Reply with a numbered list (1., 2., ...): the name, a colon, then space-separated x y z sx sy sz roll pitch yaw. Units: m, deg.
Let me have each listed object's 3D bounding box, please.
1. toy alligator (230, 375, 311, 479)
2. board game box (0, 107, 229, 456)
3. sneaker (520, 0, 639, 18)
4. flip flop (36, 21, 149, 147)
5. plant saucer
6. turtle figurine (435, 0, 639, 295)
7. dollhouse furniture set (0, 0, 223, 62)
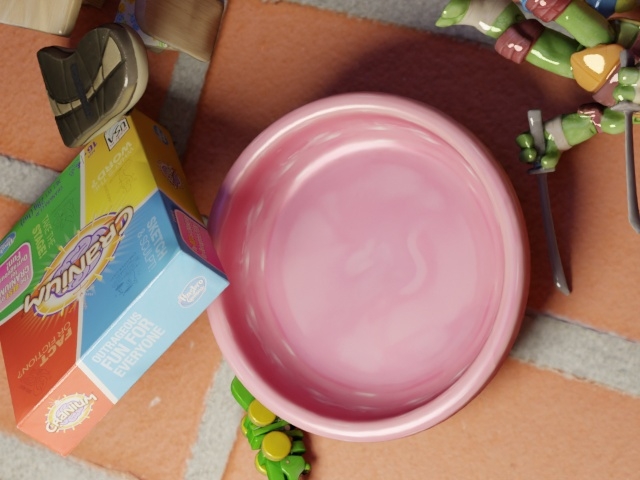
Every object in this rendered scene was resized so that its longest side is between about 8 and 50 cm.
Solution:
1. toy alligator: -0.034 0.213 1.775 0.051 0.056 0.189 -16 69 -19
2. board game box: -0.223 0.030 1.804 0.242 0.064 0.316 -46 32 12
3. sneaker: 0.211 -0.295 1.718 0.126 0.091 0.240 -43 66 14
4. flip flop: -0.221 -0.166 1.845 0.277 0.080 0.112 -17 91 63
5. plant saucer: 0.049 0.026 1.728 0.332 0.084 0.332 -1 86 24
6. turtle figurine: 0.217 -0.130 1.599 0.266 0.198 0.274 40 94 3
7. dollhouse furniture set: -0.279 -0.422 1.894 0.362 0.256 0.394 15 87 28
